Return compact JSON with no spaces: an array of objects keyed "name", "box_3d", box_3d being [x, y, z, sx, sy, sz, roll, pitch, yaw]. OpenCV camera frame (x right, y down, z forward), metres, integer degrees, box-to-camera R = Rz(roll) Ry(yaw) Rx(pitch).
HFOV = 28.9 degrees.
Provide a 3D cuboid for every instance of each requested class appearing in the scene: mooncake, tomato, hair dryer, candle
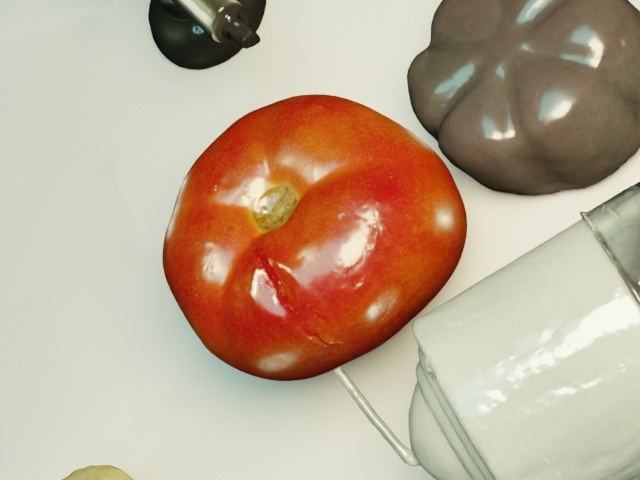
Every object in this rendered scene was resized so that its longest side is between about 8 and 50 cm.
[{"name":"mooncake","box_3d":[0.210,-0.163,1.230,0.245,0.133,0.245,-15,61,30]},{"name":"tomato","box_3d":[0.000,0.000,1.212,0.299,0.226,0.298,-16,59,28]},{"name":"hair dryer","box_3d":[-0.157,-0.258,1.368,0.156,0.320,0.284,-34,69,11]},{"name":"candle","box_3d":[0.209,0.113,1.055,0.342,0.221,0.221,-34,58,9]}]

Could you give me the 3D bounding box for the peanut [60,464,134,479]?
[{"name":"peanut","box_3d":[-0.259,0.352,1.267,0.124,0.123,0.256,5,71,29]}]
